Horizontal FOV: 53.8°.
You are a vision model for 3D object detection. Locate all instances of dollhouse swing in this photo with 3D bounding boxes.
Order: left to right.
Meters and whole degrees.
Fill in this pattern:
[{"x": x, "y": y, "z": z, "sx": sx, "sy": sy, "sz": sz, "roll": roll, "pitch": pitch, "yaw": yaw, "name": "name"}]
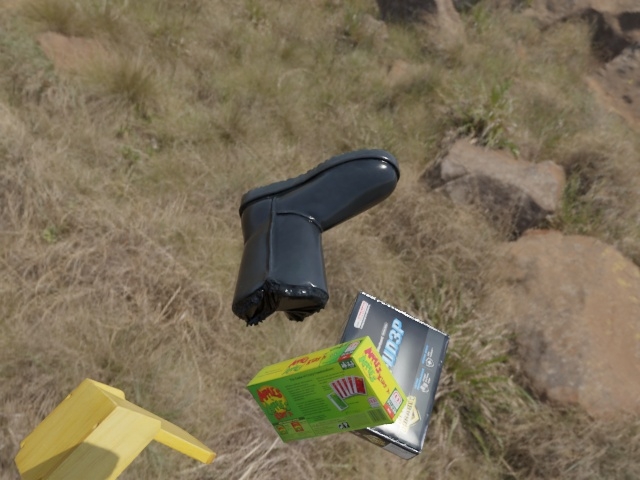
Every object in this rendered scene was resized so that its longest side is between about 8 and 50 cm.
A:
[{"x": -0.492, "y": 0.524, "z": 1.526, "sx": 0.315, "sy": 0.347, "sz": 0.305, "roll": -47, "pitch": 113, "yaw": -23, "name": "dollhouse swing"}]

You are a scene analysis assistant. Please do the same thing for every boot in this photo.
[{"x": 0.000, "y": 0.000, "z": 0.834, "sx": 0.246, "sy": 0.094, "sz": 0.207, "roll": -16, "pitch": 49, "yaw": 12, "name": "boot"}]

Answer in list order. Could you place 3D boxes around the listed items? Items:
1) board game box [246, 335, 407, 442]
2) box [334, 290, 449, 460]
[{"x": 0.004, "y": 0.183, "z": 0.756, "sx": 0.092, "sy": 0.181, "sz": 0.043, "roll": 59, "pitch": 39, "yaw": -9, "name": "board game box"}, {"x": 0.101, "y": 0.212, "z": 1.014, "sx": 0.175, "sy": 0.051, "sz": 0.220, "roll": 27, "pitch": 53, "yaw": -3, "name": "box"}]
